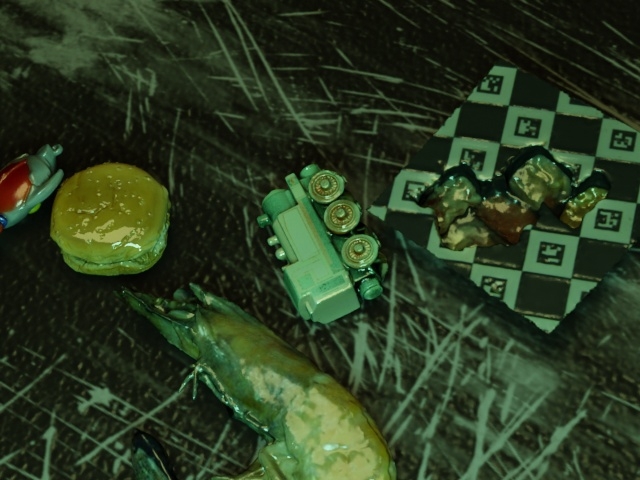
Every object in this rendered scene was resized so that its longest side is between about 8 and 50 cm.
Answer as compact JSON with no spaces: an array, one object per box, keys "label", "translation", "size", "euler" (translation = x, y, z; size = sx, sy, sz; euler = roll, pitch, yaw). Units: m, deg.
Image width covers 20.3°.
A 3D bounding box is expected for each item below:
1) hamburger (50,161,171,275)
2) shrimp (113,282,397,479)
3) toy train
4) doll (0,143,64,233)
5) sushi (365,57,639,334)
[{"label":"hamburger","translation":[-0.256,-0.028,2.187],"size":[0.147,0.083,0.138],"euler":[3,55,5]},{"label":"shrimp","translation":[-0.112,0.213,2.027],"size":[0.272,0.085,0.445],"euler":[-39,66,-10]},{"label":"toy train","translation":[0.000,0.000,2.139],"size":[0.125,0.081,0.194],"euler":[-26,60,-4]},{"label":"doll","translation":[-0.387,-0.049,2.226],"size":[0.062,0.104,0.195],"euler":[45,73,-17]},{"label":"sushi","translation":[0.253,-0.049,2.145],"size":[0.294,0.059,0.292],"euler":[34,69,25]}]
